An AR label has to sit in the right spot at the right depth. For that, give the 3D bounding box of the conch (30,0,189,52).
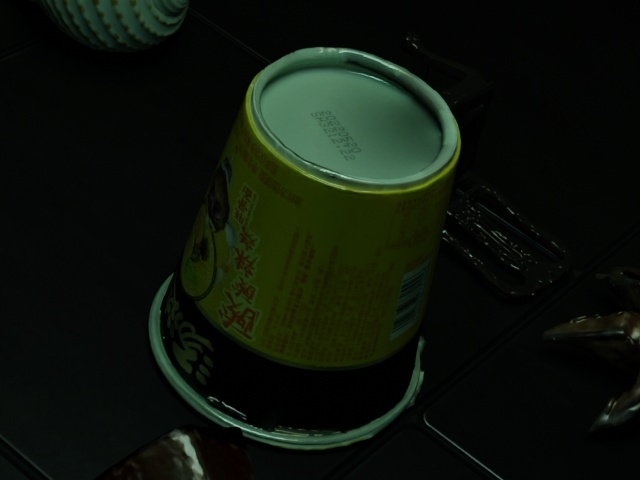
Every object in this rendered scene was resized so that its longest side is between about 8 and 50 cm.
[{"bbox_3d":[-0.198,-0.256,1.472,0.200,0.131,0.172,26,41,9],"label":"conch"}]

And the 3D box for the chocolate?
[{"bbox_3d":[-0.084,0.174,1.036,0.148,0.125,0.080,-14,65,-37],"label":"chocolate"}]

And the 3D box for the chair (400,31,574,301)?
[{"bbox_3d":[0.119,-0.062,1.381,0.229,0.113,0.106,35,45,26],"label":"chair"}]

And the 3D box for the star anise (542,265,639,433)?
[{"bbox_3d":[0.313,0.089,1.275,0.272,0.103,0.272,7,42,-7],"label":"star anise"}]

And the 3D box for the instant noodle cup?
[{"bbox_3d":[0.000,0.000,1.166,0.215,0.236,0.216,10,42,-9],"label":"instant noodle cup"}]
